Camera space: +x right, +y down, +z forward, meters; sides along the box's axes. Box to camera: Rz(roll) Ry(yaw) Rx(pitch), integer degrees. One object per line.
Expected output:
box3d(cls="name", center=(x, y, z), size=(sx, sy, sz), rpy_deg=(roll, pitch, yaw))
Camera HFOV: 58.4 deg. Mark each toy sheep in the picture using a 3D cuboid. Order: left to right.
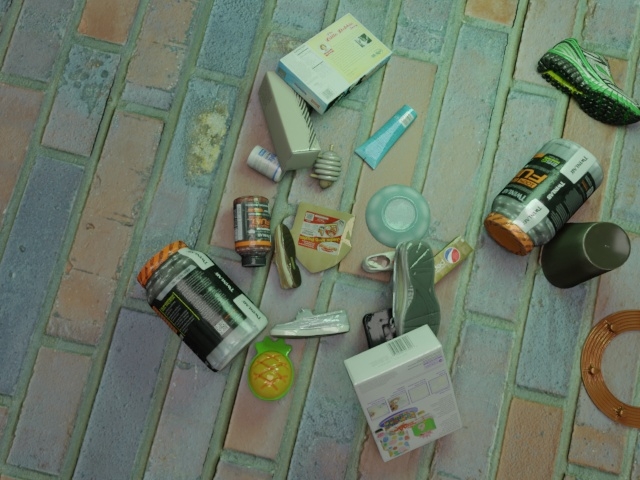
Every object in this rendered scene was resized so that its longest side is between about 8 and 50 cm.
box3d(cls="toy sheep", center=(0.020, -0.217, 1.679), size=(0.091, 0.091, 0.132), rpy_deg=(9, 100, 0))

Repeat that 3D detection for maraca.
box3d(cls="maraca", center=(-0.137, 0.354, 1.593), size=(0.127, 0.099, 0.185), rpy_deg=(7, 56, -5))

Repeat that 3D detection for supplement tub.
box3d(cls="supplement tub", center=(-0.322, 0.173, 1.557), size=(0.207, 0.207, 0.338), rpy_deg=(-44, 86, -6))
box3d(cls="supplement tub", center=(-0.194, -0.023, 1.638), size=(0.106, 0.106, 0.197), rpy_deg=(-4, 83, -2))
box3d(cls="supplement tub", center=(-0.155, -0.225, 1.684), size=(0.107, 0.071, 0.071), rpy_deg=(31, 83, 2))
box3d(cls="supplement tub", center=(0.623, -0.118, 1.621), size=(0.193, 0.193, 0.316), rpy_deg=(43, 83, 5))

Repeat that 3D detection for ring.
box3d(cls="ring", center=(0.916, 0.366, 1.640), size=(0.337, 0.032, 0.336), rpy_deg=(0, 83, -2))

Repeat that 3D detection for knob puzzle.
box3d(cls="knob puzzle", center=(0.000, 0.000, 1.673), size=(0.213, 0.030, 0.213), rpy_deg=(0, 89, 11))

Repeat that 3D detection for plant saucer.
box3d(cls="plant saucer", center=(0.231, -0.075, 1.687), size=(0.195, 0.037, 0.194), rpy_deg=(0, 82, 0))

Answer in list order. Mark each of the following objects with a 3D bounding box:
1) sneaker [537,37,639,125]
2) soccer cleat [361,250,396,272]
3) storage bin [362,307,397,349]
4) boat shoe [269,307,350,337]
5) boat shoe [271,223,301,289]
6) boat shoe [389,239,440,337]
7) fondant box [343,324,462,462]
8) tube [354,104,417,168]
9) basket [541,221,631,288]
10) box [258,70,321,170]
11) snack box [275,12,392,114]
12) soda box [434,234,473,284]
box3d(cls="sneaker", center=(0.829, -0.478, 1.704), size=(0.343, 0.134, 0.146), rpy_deg=(42, 83, 5))
box3d(cls="soccer cleat", center=(0.216, 0.058, 1.647), size=(0.197, 0.076, 0.068), rpy_deg=(-11, 82, -3))
box3d(cls="storage bin", center=(0.218, 0.249, 1.617), size=(0.180, 0.084, 0.121), rpy_deg=(-13, 82, -2))
box3d(cls="boat shoe", center=(-0.032, 0.233, 1.625), size=(0.228, 0.079, 0.081), rpy_deg=(-4, 73, -6))
box3d(cls="boat shoe", center=(-0.113, 0.049, 1.650), size=(0.072, 0.068, 0.189), rpy_deg=(-15, 82, 28))
box3d(cls="boat shoe", center=(0.246, 0.159, 1.548), size=(0.118, 0.103, 0.320), rpy_deg=(-2, 87, -20))
box3d(cls="fondant box", center=(0.222, 0.406, 1.498), size=(0.239, 0.096, 0.330), rpy_deg=(-23, 122, -4))
box3d(cls="tube", center=(0.202, -0.315, 1.716), size=(0.080, 0.052, 0.207), rpy_deg=(44, 89, 10))
box3d(cls="basket", center=(0.735, 0.030, 1.585), size=(0.154, 0.227, 0.204), rpy_deg=(22, 83, 2))
box3d(cls="box", center=(-0.093, -0.347, 1.650), size=(0.094, 0.113, 0.275), rpy_deg=(-10, 72, -24))
box3d(cls="snack box", center=(0.045, -0.524, 1.678), size=(0.187, 0.060, 0.322), rpy_deg=(44, 62, 4))
box3d(cls="soda box", center=(0.352, 0.066, 1.658), size=(0.181, 0.058, 0.061), rpy_deg=(-40, 85, -5))
